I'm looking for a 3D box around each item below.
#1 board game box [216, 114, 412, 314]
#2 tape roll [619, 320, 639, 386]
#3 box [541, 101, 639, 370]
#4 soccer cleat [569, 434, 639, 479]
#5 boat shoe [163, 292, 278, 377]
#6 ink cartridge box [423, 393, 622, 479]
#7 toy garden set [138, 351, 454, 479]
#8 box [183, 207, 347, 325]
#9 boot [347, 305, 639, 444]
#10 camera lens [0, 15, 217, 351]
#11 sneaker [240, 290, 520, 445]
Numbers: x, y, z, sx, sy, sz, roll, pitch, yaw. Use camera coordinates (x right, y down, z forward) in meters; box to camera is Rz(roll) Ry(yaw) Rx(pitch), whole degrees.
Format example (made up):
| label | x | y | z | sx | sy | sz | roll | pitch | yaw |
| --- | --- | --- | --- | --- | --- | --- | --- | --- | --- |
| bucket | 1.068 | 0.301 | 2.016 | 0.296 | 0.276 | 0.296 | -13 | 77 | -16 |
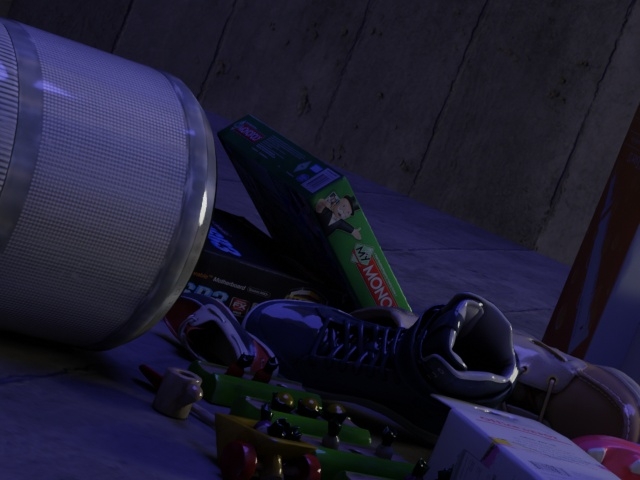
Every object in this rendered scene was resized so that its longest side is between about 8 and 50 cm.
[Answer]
| label | x | y | z | sx | sy | sz | roll | pitch | yaw |
| --- | --- | --- | --- | --- | --- | --- | --- | --- | --- |
| board game box | 0.000 | 0.000 | 1.876 | 0.214 | 0.046 | 0.317 | 62 | -9 | -22 |
| tape roll | 0.417 | 0.168 | 1.869 | 0.246 | 0.169 | 0.246 | 21 | 7 | -3 |
| box | 0.392 | 0.032 | 2.079 | 0.168 | 0.345 | 0.215 | 20 | 7 | -6 |
| soccer cleat | 0.311 | 0.220 | 1.543 | 0.248 | 0.083 | 0.095 | 19 | 3 | -3 |
| boat shoe | -0.091 | 0.080 | 1.520 | 0.043 | 0.049 | 0.137 | 11 | 17 | -47 |
| ink cartridge box | 0.156 | 0.185 | 1.376 | 0.115 | 0.067 | 0.198 | 18 | 9 | -27 |
| toy garden set | -0.026 | 0.127 | 1.337 | 0.203 | 0.049 | 0.244 | 16 | 9 | -39 |
| box | -0.160 | -0.001 | 1.817 | 0.293 | 0.073 | 0.295 | 17 | 9 | -26 |
| boot | 0.152 | 0.128 | 1.647 | 0.203 | 0.095 | 0.262 | 12 | 11 | -33 |
| camera lens | -0.230 | -0.047 | 1.341 | 0.274 | 0.219 | 0.219 | 17 | 9 | -36 |
| sneaker | 0.052 | 0.081 | 1.501 | 0.226 | 0.086 | 0.163 | 21 | -28 | -2 |
